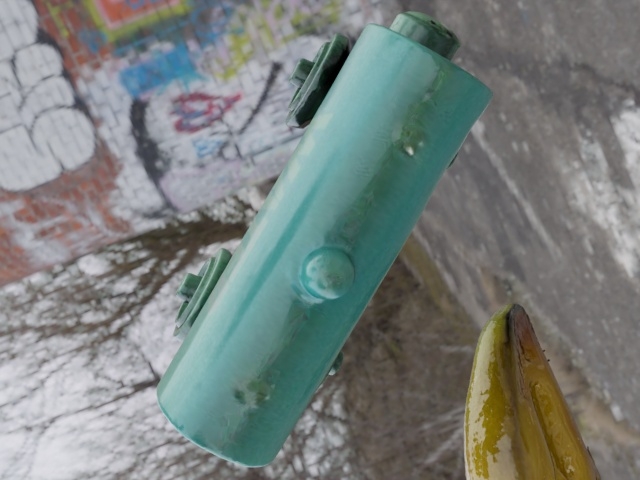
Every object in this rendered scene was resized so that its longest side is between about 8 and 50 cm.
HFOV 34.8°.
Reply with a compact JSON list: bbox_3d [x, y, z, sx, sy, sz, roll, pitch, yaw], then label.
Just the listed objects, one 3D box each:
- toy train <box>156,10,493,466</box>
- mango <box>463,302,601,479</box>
[{"bbox_3d":[0.000,0.000,0.509,0.101,0.248,0.159,28,-171,-8],"label":"toy train"},{"bbox_3d":[0.126,0.130,0.632,0.101,0.066,0.187,9,-111,-52],"label":"mango"}]
